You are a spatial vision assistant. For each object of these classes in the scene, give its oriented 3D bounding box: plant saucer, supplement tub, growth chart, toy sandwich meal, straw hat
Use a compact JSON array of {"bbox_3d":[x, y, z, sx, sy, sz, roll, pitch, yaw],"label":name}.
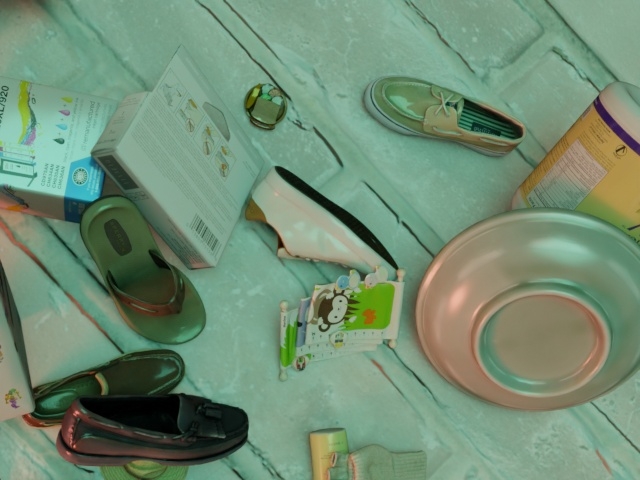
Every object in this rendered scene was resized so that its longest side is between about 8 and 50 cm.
[{"bbox_3d":[0.353,0.142,1.453,0.401,0.400,0.100,28,30,-9],"label":"plant saucer"},{"bbox_3d":[0.475,-0.071,1.510,0.241,0.331,0.241,27,30,-17],"label":"supplement tub"},{"bbox_3d":[0.036,0.132,1.502,0.237,0.021,0.171,-12,116,-18],"label":"growth chart"},{"bbox_3d":[-0.095,-0.236,1.568,0.086,0.029,0.085,3,79,-15],"label":"toy sandwich meal"},{"bbox_3d":[-0.271,0.341,1.397,0.145,0.061,0.144,3,78,-15],"label":"straw hat"}]

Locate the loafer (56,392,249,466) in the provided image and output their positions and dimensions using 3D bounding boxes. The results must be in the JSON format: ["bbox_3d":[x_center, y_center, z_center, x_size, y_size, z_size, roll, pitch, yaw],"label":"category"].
[{"bbox_3d":[-0.238,0.275,1.357,0.303,0.109,0.095,2,121,-30],"label":"loafer"}]

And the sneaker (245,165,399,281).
[{"bbox_3d":[0.000,0.000,1.532,0.290,0.106,0.123,36,106,-14],"label":"sneaker"}]

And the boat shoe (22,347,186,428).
[{"bbox_3d":[-0.328,0.232,1.384,0.258,0.095,0.095,-19,85,-18],"label":"boat shoe"}]

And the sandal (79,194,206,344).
[{"bbox_3d":[-0.268,0.063,1.374,0.120,0.086,0.302,-39,132,-12],"label":"sandal"}]

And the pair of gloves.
[{"bbox_3d":[0.090,0.451,1.452,0.204,0.042,0.240,14,79,-33],"label":"pair of gloves"}]

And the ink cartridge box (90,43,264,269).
[{"bbox_3d":[-0.214,-0.130,1.427,0.275,0.060,0.238,55,42,-38],"label":"ink cartridge box"}]

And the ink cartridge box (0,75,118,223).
[{"bbox_3d":[-0.444,-0.138,1.382,0.233,0.168,0.171,11,77,-13],"label":"ink cartridge box"}]

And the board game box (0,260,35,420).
[{"bbox_3d":[-0.482,0.068,1.233,0.098,0.224,0.303,-15,124,-17],"label":"board game box"}]

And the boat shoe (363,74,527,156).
[{"bbox_3d":[0.229,-0.234,1.622,0.303,0.094,0.109,15,76,-12],"label":"boat shoe"}]

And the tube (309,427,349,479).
[{"bbox_3d":[0.027,0.428,1.466,0.070,0.062,0.240,-7,86,19],"label":"tube"}]
